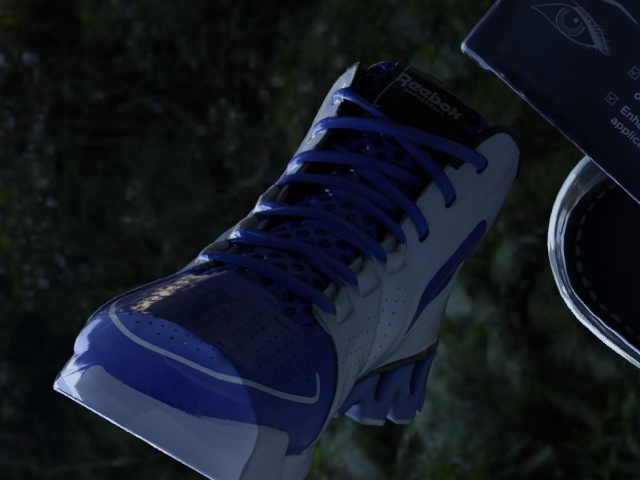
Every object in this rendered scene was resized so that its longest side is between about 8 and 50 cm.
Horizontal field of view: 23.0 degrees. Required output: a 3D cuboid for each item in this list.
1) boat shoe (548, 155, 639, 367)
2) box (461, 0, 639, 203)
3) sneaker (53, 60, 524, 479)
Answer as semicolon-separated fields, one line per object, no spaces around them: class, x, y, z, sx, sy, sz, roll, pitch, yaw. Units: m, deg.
boat shoe;0.287;0.052;0.712;0.156;0.500;0.187;-4;-68;-42
box;0.175;-0.095;0.662;0.158;0.156;0.093;-49;-6;26
sneaker;0.001;0.000;0.762;0.182;0.127;0.315;-68;-17;12
